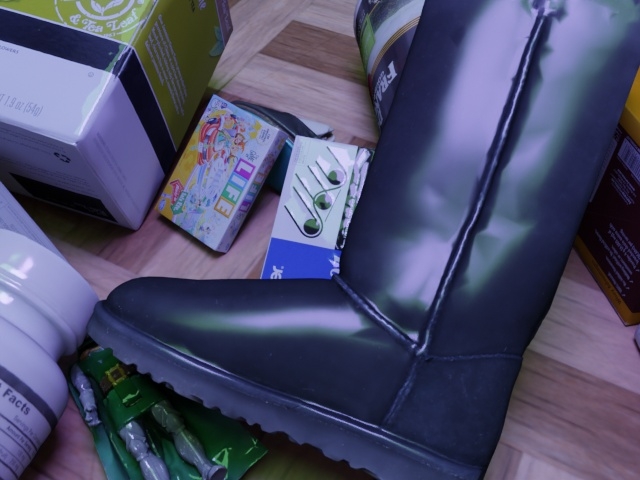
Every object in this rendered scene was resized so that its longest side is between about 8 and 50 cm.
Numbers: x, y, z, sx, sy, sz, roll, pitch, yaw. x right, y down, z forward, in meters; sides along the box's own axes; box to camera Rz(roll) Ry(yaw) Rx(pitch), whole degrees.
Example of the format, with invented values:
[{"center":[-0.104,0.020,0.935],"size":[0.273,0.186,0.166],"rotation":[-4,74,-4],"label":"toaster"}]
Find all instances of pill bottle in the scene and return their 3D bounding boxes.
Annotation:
[{"center":[-0.317,0.147,0.525],"size":[0.176,0.176,0.318],"rotation":[18,54,15],"label":"pill bottle"}]

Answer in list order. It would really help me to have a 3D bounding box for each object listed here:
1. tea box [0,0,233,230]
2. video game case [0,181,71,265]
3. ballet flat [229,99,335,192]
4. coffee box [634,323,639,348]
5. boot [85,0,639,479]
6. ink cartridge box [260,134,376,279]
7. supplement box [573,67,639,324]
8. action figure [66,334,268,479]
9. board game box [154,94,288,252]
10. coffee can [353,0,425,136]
[{"center":[-0.318,-0.233,0.771],"size":[0.329,0.220,0.323],"rotation":[16,69,7],"label":"tea box"},{"center":[-0.363,0.032,0.643],"size":[0.023,0.212,0.193],"rotation":[-11,29,52],"label":"video game case"},{"center":[0.001,-0.083,0.807],"size":[0.280,0.095,0.096],"rotation":[42,50,19],"label":"ballet flat"},{"center":[0.500,0.099,0.474],"size":[0.337,0.338,0.334],"rotation":[-4,49,-3],"label":"coffee box"},{"center":[0.050,-0.049,0.591],"size":[0.367,0.146,0.445],"rotation":[22,86,3],"label":"boot"},{"center":[0.000,0.000,0.695],"size":[0.097,0.046,0.207],"rotation":[12,78,9],"label":"ink cartridge box"},{"center":[0.361,-0.052,0.703],"size":[0.129,0.194,0.191],"rotation":[-10,49,-9],"label":"supplement box"},{"center":[-0.171,0.150,0.615],"size":[0.137,0.063,0.232],"rotation":[-33,53,-22],"label":"action figure"},{"center":[-0.116,-0.078,0.774],"size":[0.103,0.026,0.154],"rotation":[31,96,25],"label":"board game box"},{"center":[0.157,-0.210,0.839],"size":[0.201,0.201,0.275],"rotation":[-4,48,-4],"label":"coffee can"}]
